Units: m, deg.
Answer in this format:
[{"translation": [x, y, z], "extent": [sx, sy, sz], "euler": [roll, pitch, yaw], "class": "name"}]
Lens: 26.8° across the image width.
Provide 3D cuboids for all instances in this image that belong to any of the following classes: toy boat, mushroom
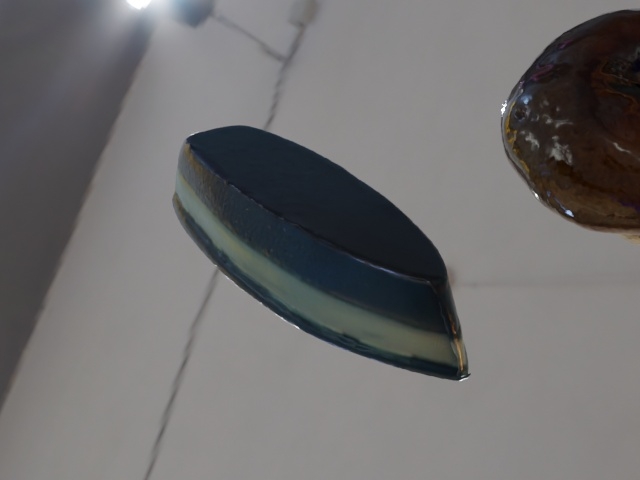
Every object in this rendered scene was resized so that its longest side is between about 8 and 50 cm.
[{"translation": [0.000, 0.000, 0.844], "extent": [0.299, 0.096, 0.061], "euler": [35, -50, 49], "class": "toy boat"}, {"translation": [0.310, -0.086, 1.137], "extent": [0.267, 0.254, 0.267], "euler": [-27, -139, 27], "class": "mushroom"}]
